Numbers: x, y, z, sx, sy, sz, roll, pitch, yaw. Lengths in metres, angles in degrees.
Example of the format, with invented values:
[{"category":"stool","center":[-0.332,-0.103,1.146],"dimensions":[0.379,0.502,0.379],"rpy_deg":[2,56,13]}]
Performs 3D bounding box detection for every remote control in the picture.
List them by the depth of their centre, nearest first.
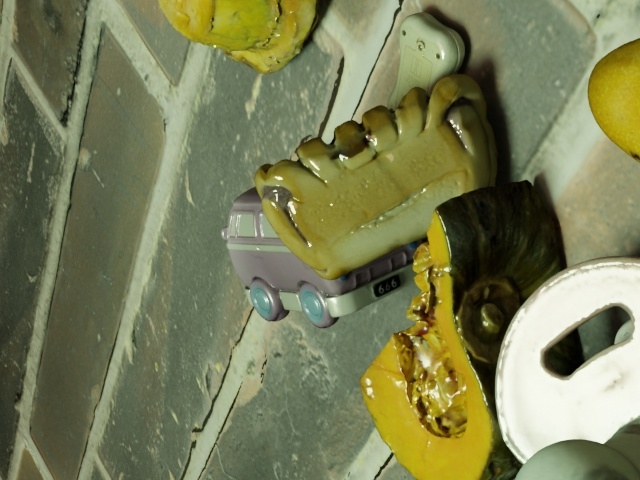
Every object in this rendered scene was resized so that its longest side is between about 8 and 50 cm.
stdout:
[{"category":"remote control","center":[0.099,-0.150,1.147],"dimensions":[0.074,0.032,0.122],"rpy_deg":[43,139,35]}]

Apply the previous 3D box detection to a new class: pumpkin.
[{"category":"pumpkin","center":[0.128,0.086,1.134],"dimensions":[0.190,0.139,0.281],"rpy_deg":[2,107,57]}]

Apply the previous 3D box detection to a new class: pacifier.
[{"category":"pacifier","center":[0.250,0.172,0.922],"dimensions":[0.332,0.273,0.220],"rpy_deg":[61,164,15]}]

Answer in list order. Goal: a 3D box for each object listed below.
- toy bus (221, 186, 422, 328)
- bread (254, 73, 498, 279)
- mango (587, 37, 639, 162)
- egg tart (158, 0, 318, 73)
[{"category":"toy bus","center":[0.000,0.000,1.287],"dimensions":[0.202,0.142,0.142],"rpy_deg":[1,113,56]},{"category":"bread","center":[0.058,-0.056,1.115],"dimensions":[0.081,0.225,0.134],"rpy_deg":[-85,-29,-72]},{"category":"mango","center":[0.288,-0.114,0.804],"dimensions":[0.157,0.109,0.262],"rpy_deg":[63,154,-6]},{"category":"egg tart","center":[-0.106,-0.306,1.312],"dimensions":[0.288,0.118,0.288],"rpy_deg":[41,142,43]}]
